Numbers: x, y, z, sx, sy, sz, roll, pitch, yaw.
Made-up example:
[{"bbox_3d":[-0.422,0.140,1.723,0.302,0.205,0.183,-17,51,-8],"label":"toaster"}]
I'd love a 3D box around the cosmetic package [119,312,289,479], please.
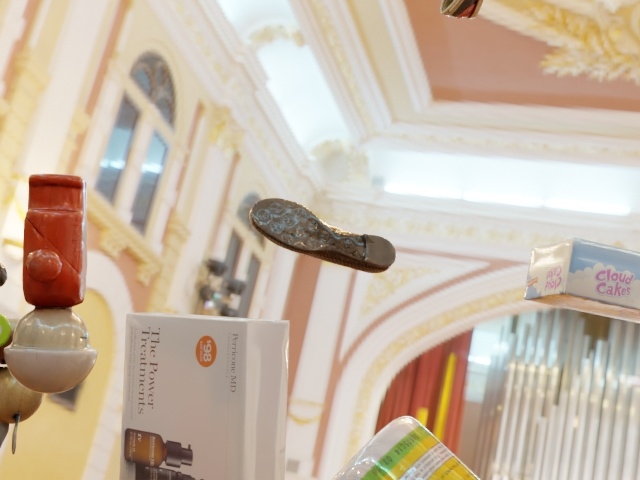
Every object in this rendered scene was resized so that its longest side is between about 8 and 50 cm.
[{"bbox_3d":[-0.180,0.301,1.587,0.284,0.377,0.097,-1,-4,41],"label":"cosmetic package"}]

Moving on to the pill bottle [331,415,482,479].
[{"bbox_3d":[0.112,0.266,0.820,0.245,0.136,0.136,42,-12,17],"label":"pill bottle"}]

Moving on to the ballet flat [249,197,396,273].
[{"bbox_3d":[0.000,0.000,1.663,0.249,0.084,0.058,17,-30,-19],"label":"ballet flat"}]

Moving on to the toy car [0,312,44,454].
[{"bbox_3d":[-0.440,0.199,1.456,0.149,0.189,0.155,6,-12,-34],"label":"toy car"}]

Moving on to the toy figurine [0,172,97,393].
[{"bbox_3d":[-0.269,0.029,0.687,0.213,0.148,0.209,-2,-6,36],"label":"toy figurine"}]

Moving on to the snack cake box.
[{"bbox_3d":[0.466,0.070,1.622,0.264,0.089,0.152,12,-7,-11],"label":"snack cake box"}]

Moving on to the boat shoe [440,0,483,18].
[{"bbox_3d":[0.184,-0.330,1.282,0.043,0.049,0.137,3,-47,-17],"label":"boat shoe"}]
